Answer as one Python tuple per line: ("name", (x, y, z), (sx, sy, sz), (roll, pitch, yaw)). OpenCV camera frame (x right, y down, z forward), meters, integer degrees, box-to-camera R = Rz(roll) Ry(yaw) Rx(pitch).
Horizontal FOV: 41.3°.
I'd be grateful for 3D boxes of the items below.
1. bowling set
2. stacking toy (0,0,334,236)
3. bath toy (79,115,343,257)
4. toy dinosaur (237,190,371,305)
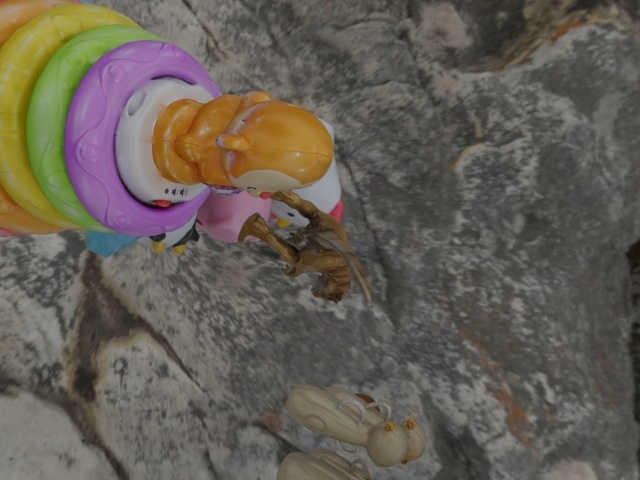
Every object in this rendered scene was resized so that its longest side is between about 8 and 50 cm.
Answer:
("bowling set", (0.057, 0.242, 0.933), (0.154, 0.200, 0.287), (23, 127, 20))
("stacking toy", (-0.113, -0.063, 0.477), (0.175, 0.301, 0.166), (6, 97, -53))
("bath toy", (-0.087, -0.054, 0.804), (0.151, 0.348, 0.129), (-36, 75, 26))
("toy dinosaur", (0.000, 0.000, 0.610), (0.112, 0.211, 0.064), (33, 83, 6))
